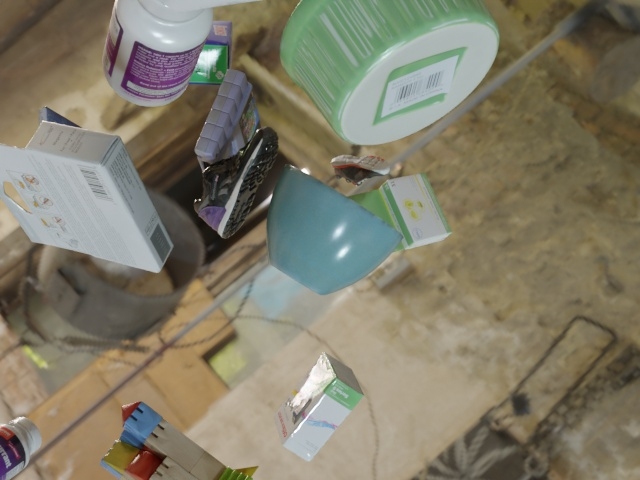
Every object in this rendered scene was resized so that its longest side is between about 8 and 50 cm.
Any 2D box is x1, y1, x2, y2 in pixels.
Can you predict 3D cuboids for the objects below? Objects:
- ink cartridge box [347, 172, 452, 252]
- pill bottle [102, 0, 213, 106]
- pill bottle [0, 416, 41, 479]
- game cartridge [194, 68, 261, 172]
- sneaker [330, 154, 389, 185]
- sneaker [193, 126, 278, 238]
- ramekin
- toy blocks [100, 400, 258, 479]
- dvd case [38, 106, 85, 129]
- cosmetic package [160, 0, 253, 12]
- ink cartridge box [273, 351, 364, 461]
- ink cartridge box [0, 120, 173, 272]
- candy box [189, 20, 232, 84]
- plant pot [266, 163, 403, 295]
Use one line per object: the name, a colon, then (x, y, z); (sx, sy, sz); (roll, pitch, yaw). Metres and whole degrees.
ink cartridge box: (0.180, -0.060, 2.254); (0.056, 0.235, 0.171); (-43, 65, 54)
pill bottle: (-0.281, -0.374, 1.655); (0.169, 0.169, 0.301); (50, 152, 3)
pill bottle: (-0.643, 0.426, 1.856); (0.108, 0.108, 0.193); (50, -149, 2)
game cartridge: (-0.212, -0.231, 2.273); (0.068, 0.230, 0.355); (21, 162, 10)
sneaker: (0.096, -0.157, 2.164); (0.158, 0.061, 0.064); (13, 122, 41)
sneaker: (-0.198, -0.144, 2.059); (0.124, 0.283, 0.107); (37, -150, 13)
ramekin: (0.108, -0.273, 1.358); (0.148, 0.303, 0.303); (60, 176, 21)
toy blocks: (-0.291, 0.437, 1.766); (0.261, 0.190, 0.381); (37, 152, 3)
dvd case: (-0.461, -0.106, 1.780); (0.180, 0.022, 0.253); (34, -137, -61)
cosmetic package: (-0.170, -0.419, 1.234); (0.225, 0.138, 0.224); (6, 166, 39)
ink cartridge box: (-0.008, 0.395, 2.250); (0.093, 0.212, 0.154); (34, -171, -18)
ink cartridge box: (-0.368, -0.068, 1.401); (0.239, 0.060, 0.275); (13, 149, 19)
candy box: (-0.397, -0.514, 2.551); (0.268, 0.317, 0.122); (-97, 8, -65)
plant pot: (0.000, 0.000, 1.972); (0.290, 0.195, 0.290); (31, 178, 1)
